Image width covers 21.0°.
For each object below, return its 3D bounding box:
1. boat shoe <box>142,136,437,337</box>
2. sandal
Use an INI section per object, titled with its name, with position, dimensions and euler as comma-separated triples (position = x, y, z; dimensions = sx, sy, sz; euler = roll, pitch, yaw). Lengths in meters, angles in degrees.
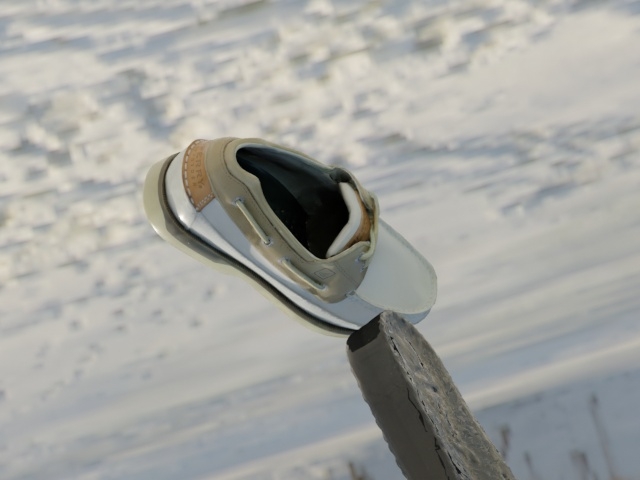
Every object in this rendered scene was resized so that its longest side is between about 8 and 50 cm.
[boat shoe]
position = 0.000, 0.000, 1.442
dimensions = 0.302, 0.113, 0.103
euler = 22, 147, -38
[sandal]
position = 0.168, 0.233, 1.294
dimensions = 0.107, 0.446, 0.167
euler = -34, 165, 14
